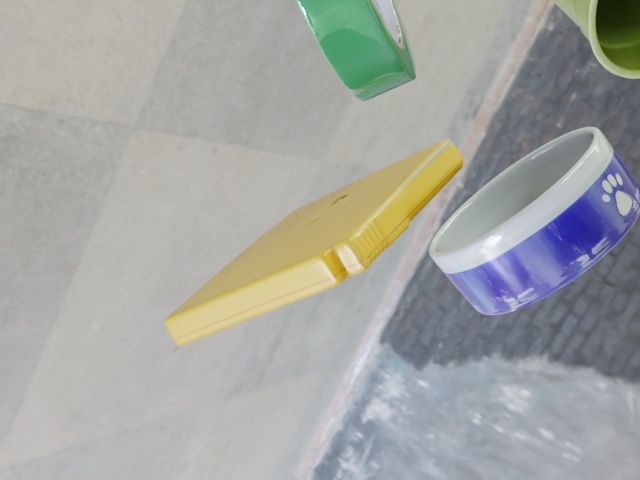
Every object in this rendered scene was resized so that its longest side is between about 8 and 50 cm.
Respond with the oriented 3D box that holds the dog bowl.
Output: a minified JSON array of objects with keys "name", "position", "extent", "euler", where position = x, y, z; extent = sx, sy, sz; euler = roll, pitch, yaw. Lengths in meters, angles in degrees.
[{"name":"dog bowl","position":[0.275,-0.025,1.092],"extent":[0.265,0.104,0.265],"euler":[-38,-173,5]}]

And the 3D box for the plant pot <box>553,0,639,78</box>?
[{"name":"plant pot","position":[0.133,-0.129,0.385],"extent":[0.083,0.079,0.083],"euler":[-15,131,-18]}]

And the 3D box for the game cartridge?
[{"name":"game cartridge","position":[0.000,0.000,1.024],"extent":[0.285,0.052,0.324],"euler":[-23,-167,37]}]

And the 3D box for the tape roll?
[{"name":"tape roll","position":[0.027,-0.341,1.087],"extent":[0.077,0.321,0.321],"euler":[-22,162,15]}]
